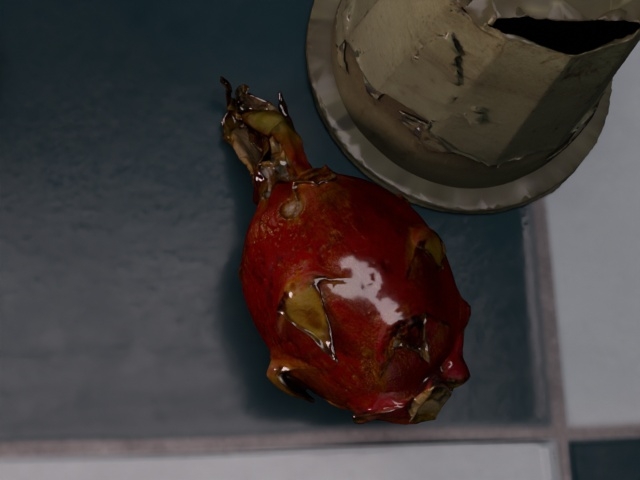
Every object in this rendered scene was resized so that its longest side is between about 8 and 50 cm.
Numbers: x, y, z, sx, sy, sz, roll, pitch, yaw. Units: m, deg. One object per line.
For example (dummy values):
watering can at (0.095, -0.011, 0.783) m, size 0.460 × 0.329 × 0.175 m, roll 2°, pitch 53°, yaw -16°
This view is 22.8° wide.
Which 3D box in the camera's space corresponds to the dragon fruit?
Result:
dragon fruit at (0.000, 0.000, 0.950) m, size 0.125 × 0.125 × 0.246 m, roll -25°, pitch 64°, yaw -4°

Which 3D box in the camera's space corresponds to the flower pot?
flower pot at (0.109, -0.138, 0.958) m, size 0.212 × 0.202 × 0.212 m, roll 2°, pitch 78°, yaw -10°
